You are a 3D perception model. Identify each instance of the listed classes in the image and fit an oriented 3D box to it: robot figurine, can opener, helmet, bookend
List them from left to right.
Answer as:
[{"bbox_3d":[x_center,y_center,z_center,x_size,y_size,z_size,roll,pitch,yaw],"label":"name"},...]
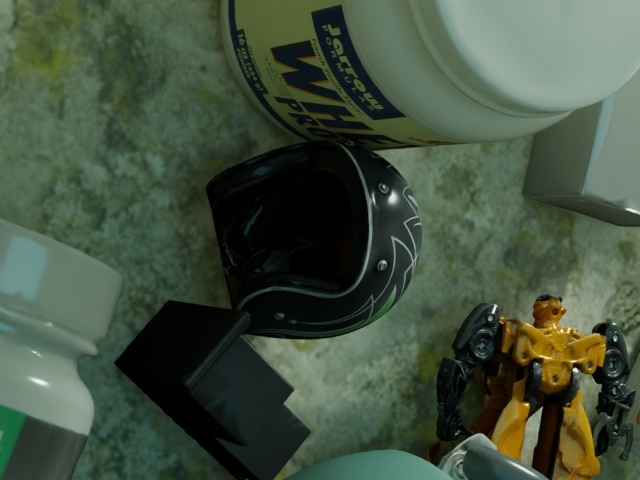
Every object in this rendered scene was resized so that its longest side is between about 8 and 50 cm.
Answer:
[{"bbox_3d":[-0.062,0.127,1.183,0.156,0.157,0.072,46,72,-19],"label":"bookend"},{"bbox_3d":[0.000,0.000,1.201,0.161,0.169,0.169,-13,97,-4],"label":"helmet"},{"bbox_3d":[0.176,0.191,1.346,0.211,0.085,0.291,11,87,-27],"label":"robot figurine"},{"bbox_3d":[0.202,0.271,1.259,0.283,0.095,0.076,45,74,-20],"label":"can opener"}]

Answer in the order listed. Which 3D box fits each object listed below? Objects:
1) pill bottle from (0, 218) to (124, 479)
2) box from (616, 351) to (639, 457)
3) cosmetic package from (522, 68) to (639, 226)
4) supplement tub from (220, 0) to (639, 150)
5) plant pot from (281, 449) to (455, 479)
[{"bbox_3d":[-0.280,0.163,1.046,0.204,0.204,0.361,24,80,-25],"label":"pill bottle"},{"bbox_3d":[0.367,0.152,1.393,0.091,0.170,0.130,32,77,-22],"label":"box"},{"bbox_3d":[0.283,-0.137,1.387,0.127,0.107,0.238,18,86,-26],"label":"cosmetic package"},{"bbox_3d":[0.085,-0.188,1.158,0.235,0.325,0.235,0,91,-27],"label":"supplement tub"},{"bbox_3d":[0.029,0.304,1.162,0.235,0.293,0.293,-39,108,-24],"label":"plant pot"}]
